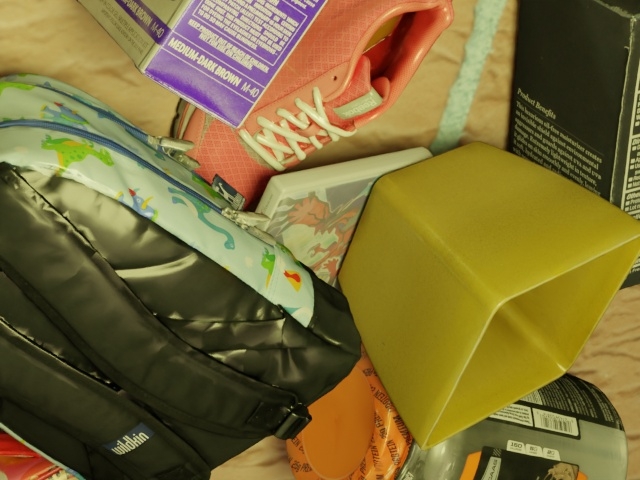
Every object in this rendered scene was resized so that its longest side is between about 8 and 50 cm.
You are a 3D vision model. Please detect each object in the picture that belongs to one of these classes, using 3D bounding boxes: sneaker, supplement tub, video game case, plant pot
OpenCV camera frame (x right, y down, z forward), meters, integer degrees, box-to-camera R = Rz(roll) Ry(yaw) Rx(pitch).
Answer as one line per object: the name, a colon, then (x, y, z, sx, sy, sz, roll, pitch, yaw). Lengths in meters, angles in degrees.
sneaker: (-0.010, -0.130, 1.202, 0.314, 0.136, 0.116, -48, 129, 4)
supplement tub: (0.144, 0.214, 1.456, 0.338, 0.207, 0.207, 16, 109, -36)
video game case: (0.000, 0.000, 1.295, 0.201, 0.023, 0.183, -14, 142, -43)
plant pot: (0.140, 0.030, 1.297, 0.212, 0.187, 0.212, -22, 148, -36)

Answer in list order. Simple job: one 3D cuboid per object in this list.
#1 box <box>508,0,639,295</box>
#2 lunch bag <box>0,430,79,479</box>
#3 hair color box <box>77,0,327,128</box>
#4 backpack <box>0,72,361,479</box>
box: (0.355, -0.144, 1.374, 0.296, 0.183, 0.294, -15, 126, -23)
lunch bag: (-0.299, 0.287, 1.300, 0.293, 0.120, 0.258, -25, 127, -14)
hair color box: (-0.038, -0.276, 1.065, 0.110, 0.185, 0.339, 30, 100, -38)
backpack: (-0.192, 0.032, 1.114, 0.290, 0.273, 0.355, -38, 138, 22)
